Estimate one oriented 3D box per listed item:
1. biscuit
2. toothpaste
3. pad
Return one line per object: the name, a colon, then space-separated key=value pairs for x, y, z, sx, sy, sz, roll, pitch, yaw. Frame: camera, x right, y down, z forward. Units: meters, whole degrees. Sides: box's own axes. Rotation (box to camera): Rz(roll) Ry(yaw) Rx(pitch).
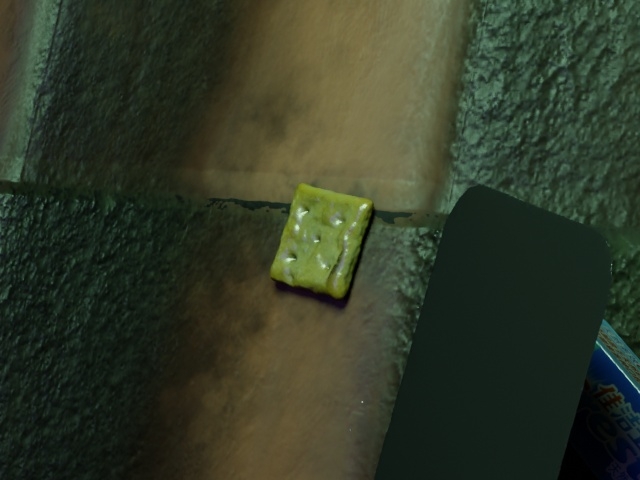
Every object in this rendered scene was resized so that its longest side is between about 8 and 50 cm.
biscuit: x=0.000 y=0.000 z=1.414 sx=0.081 sy=0.018 sz=0.083 roll=17 pitch=88 yaw=43
toothpaste: x=0.226 y=0.156 z=1.153 sx=0.066 sy=0.053 sz=0.272 roll=-51 pitch=51 yaw=18
pad: x=0.103 y=0.155 z=1.220 sx=0.315 sy=0.063 sz=0.375 roll=31 pitch=107 yaw=66
